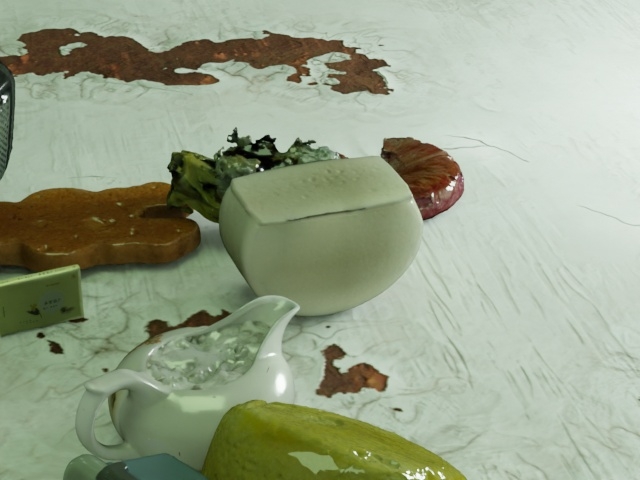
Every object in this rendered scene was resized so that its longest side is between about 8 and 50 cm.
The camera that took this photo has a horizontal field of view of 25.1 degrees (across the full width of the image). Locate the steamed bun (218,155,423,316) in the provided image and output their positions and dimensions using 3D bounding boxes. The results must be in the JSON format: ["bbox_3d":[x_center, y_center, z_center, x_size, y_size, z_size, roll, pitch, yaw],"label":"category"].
[{"bbox_3d":[0.000,0.000,1.831,0.242,0.164,0.146,-10,33,-19],"label":"steamed bun"}]

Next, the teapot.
[{"bbox_3d":[-0.138,0.165,1.570,0.204,0.139,0.298,26,38,34],"label":"teapot"}]

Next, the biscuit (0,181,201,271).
[{"bbox_3d":[-0.332,-0.014,1.977,0.334,0.047,0.202,-4,29,-12],"label":"biscuit"}]

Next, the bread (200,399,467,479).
[{"bbox_3d":[0.011,0.248,1.360,0.270,0.148,0.270,19,2,-1],"label":"bread"}]

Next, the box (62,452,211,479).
[{"bbox_3d":[-0.154,0.303,1.253,0.162,0.227,0.130,25,22,37],"label":"box"}]

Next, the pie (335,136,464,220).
[{"bbox_3d":[0.103,-0.088,2.098,0.219,0.054,0.204,-24,37,-35],"label":"pie"}]

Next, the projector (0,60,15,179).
[{"bbox_3d":[-0.648,-0.129,1.820,0.395,0.242,0.405,27,49,8],"label":"projector"}]

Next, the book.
[{"bbox_3d":[-0.351,0.075,1.786,0.111,0.077,0.014,-13,36,-21],"label":"book"}]

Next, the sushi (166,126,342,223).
[{"bbox_3d":[-0.070,-0.070,1.959,0.291,0.131,0.139,9,27,1],"label":"sushi"}]
